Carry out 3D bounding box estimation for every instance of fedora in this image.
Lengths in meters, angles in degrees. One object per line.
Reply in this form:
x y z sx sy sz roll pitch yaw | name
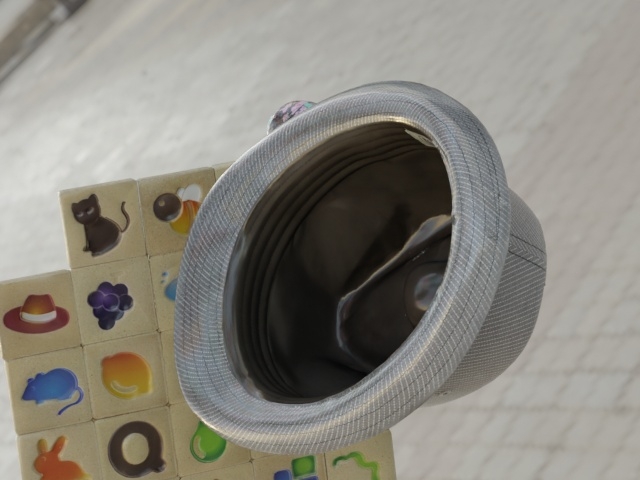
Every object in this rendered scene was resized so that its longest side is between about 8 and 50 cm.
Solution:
0.040 0.029 1.127 0.275 0.124 0.244 -27 54 38 | fedora

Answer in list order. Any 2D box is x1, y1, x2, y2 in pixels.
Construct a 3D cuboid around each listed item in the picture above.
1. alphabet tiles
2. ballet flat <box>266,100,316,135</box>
-0.086 0.115 1.292 0.285 0.342 0.011 -11 15 -17 | alphabet tiles
0.000 0.000 1.362 0.077 0.221 0.079 -21 30 -34 | ballet flat
